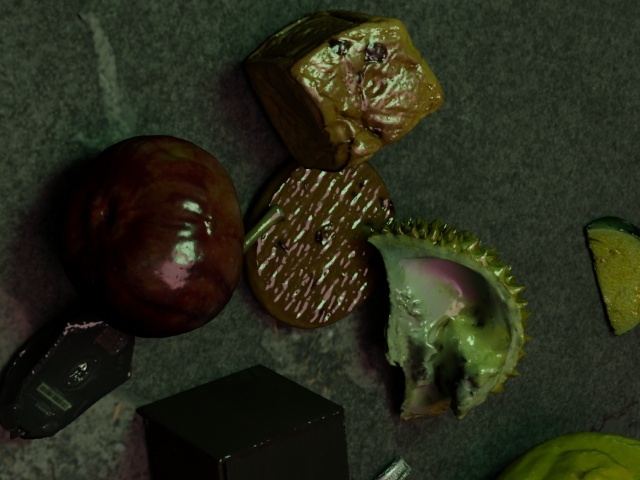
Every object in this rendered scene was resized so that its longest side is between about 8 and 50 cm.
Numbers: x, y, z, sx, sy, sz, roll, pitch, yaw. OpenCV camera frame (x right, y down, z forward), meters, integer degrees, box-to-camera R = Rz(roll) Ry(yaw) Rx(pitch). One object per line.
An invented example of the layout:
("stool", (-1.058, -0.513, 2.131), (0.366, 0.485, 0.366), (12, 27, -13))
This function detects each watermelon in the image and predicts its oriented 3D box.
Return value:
("watermelon", (0.427, 0.033, 1.945), (0.092, 0.075, 0.181), (-15, 117, 14))

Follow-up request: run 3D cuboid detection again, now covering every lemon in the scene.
("lemon", (0.358, 0.419, 1.814), (0.348, 0.348, 0.348), (-11, 108, -35))

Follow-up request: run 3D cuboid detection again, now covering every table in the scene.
("table", (-0.081, 0.272, 1.540), (0.172, 0.169, 0.193), (-18, 113, -32))

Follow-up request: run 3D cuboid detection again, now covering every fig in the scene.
("fig", (-0.151, 0.013, 1.425), (0.186, 0.203, 0.249), (-21, 153, 14))

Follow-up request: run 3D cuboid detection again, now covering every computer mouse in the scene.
("computer mouse", (-0.264, 0.132, 1.440), (0.172, 0.057, 0.099), (-45, 127, -5))

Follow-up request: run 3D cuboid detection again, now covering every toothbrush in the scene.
("toothbrush", (0.005, 0.366, 1.720), (0.288, 0.026, 0.024), (-39, 164, -22))

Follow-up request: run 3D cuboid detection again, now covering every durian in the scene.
("durian", (0.153, 0.100, 1.674), (0.166, 0.172, 0.306), (-27, 134, -31))

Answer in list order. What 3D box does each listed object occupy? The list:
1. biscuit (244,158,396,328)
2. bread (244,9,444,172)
("biscuit", (0.000, 0.000, 1.612), (0.212, 0.036, 0.212), (-10, 108, -34))
("bread", (0.019, -0.165, 1.499), (0.149, 0.158, 0.143), (-41, 116, -23))
